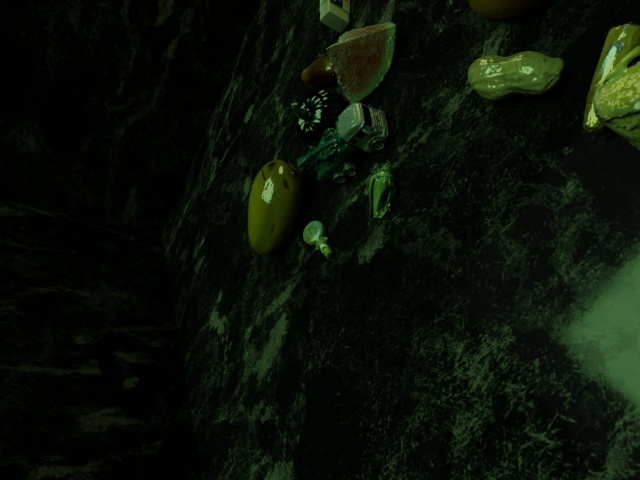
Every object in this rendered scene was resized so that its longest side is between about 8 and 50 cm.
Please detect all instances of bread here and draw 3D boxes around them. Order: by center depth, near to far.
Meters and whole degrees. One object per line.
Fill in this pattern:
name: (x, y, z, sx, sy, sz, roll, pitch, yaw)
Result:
bread: (0.636, -0.265, 0.813, 0.197, 0.171, 0.197, -166, 90, -69)

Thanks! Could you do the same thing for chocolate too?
chocolate: (0.629, -0.343, 0.942, 0.086, 0.086, 0.219, 26, 103, 56)

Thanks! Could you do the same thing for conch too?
conch: (0.209, -0.173, 1.483, 0.095, 0.080, 0.200, 5, 99, 43)

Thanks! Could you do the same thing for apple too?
apple: (0.517, -0.699, 1.162, 0.235, 0.173, 0.210, 14, 85, 48)

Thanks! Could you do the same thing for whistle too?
whistle: (0.000, 0.000, 1.745, 0.104, 0.057, 0.198, -47, 48, 12)

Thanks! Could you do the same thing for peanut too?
peanut: (0.495, -0.421, 1.131, 0.257, 0.124, 0.123, 29, 102, 52)

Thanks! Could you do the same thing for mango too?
mango: (-0.219, -0.141, 1.967, 0.301, 0.221, 0.444, 42, 116, 51)
mango: (0.005, -0.762, 1.977, 0.268, 0.111, 0.133, 15, 106, 55)

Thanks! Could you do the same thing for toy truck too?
toy truck: (0.086, -0.354, 1.646, 0.363, 0.178, 0.176, -34, 50, 41)

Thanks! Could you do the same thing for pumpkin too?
pumpkin: (-0.023, -0.515, 1.805, 0.248, 0.248, 0.247, -27, 56, 48)

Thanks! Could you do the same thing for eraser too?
eraser: (0.069, -1.112, 2.012, 0.081, 0.124, 0.278, -23, 59, 50)

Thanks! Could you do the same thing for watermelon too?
watermelon: (0.153, -0.691, 1.658, 0.193, 0.232, 0.310, -59, -3, -44)
